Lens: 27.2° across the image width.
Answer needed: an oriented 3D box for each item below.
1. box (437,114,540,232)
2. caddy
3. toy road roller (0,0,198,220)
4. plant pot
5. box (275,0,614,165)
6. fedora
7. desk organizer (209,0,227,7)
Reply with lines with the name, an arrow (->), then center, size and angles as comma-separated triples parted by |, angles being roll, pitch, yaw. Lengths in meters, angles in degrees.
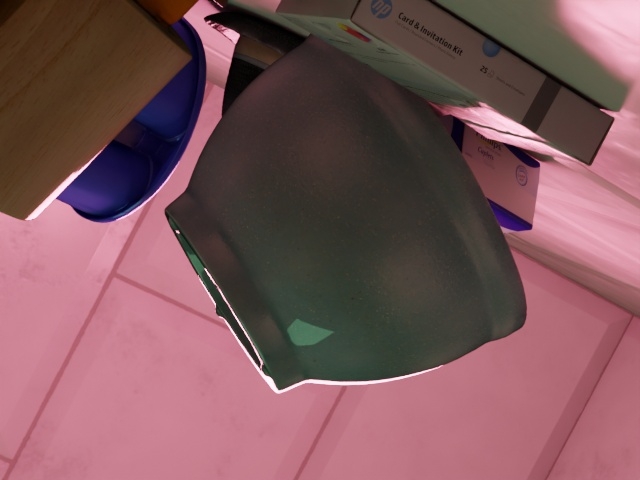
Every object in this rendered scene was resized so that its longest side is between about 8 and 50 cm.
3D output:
box -> 0.116, -0.056, 1.255 | 0.137, 0.072, 0.126 | -8, 156, 42
caddy -> -0.252, -0.170, 1.440 | 0.179, 0.241, 0.341 | 22, -161, -40
toy road roller -> -0.239, -0.179, 0.677 | 0.329, 0.202, 0.240 | 40, -172, -42
plant pot -> 0.000, 0.000, 1.054 | 0.293, 0.196, 0.293 | 55, 171, 13
box -> 0.076, -0.113, 0.846 | 0.186, 0.038, 0.145 | 26, -178, -22
fedora -> -0.012, -0.110, 1.405 | 0.334, 0.152, 0.334 | 27, -179, -1
desk organizer -> -0.089, -0.191, 0.806 | 0.047, 0.050, 0.130 | 28, -179, 21
